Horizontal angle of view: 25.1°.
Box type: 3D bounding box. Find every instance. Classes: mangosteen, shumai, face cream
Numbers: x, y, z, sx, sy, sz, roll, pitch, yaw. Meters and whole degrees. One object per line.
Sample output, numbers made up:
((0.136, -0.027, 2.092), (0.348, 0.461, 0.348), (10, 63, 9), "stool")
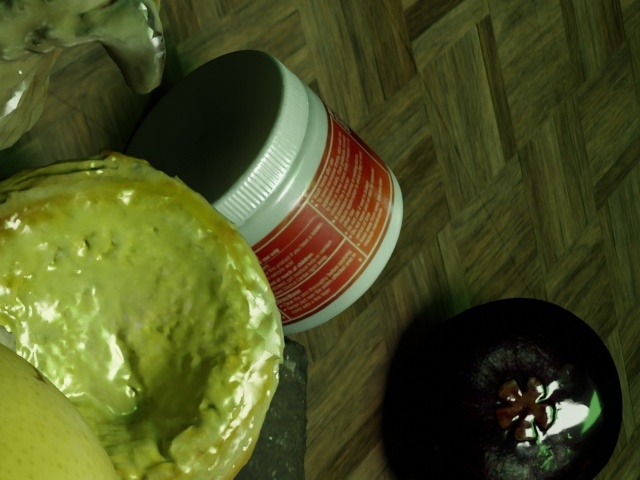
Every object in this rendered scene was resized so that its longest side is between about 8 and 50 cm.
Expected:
((0.222, 0.206, 1.731), (0.302, 0.275, 0.275), (81, 19, -79), "mangosteen")
((-0.243, -0.171, 0.994), (0.314, 0.262, 0.267), (9, 84, -53), "shumai")
((-0.053, -0.040, 1.307), (0.187, 0.201, 0.201), (42, 59, -37), "face cream")

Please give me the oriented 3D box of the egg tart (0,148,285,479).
((-0.183, 0.085, 1.159), (0.314, 0.120, 0.315), (0, 89, -13), "egg tart")

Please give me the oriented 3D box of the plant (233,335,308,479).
((-0.105, 0.233, 1.283), (0.181, 0.194, 0.321), (27, 68, -49), "plant")

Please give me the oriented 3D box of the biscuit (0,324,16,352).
((-0.323, 0.061, 1.020), (0.219, 0.055, 0.061), (19, 114, -29), "biscuit")

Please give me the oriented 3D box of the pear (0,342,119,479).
((-0.289, 0.203, 0.891), (0.348, 0.348, 0.348), (-7, 98, -55), "pear")
